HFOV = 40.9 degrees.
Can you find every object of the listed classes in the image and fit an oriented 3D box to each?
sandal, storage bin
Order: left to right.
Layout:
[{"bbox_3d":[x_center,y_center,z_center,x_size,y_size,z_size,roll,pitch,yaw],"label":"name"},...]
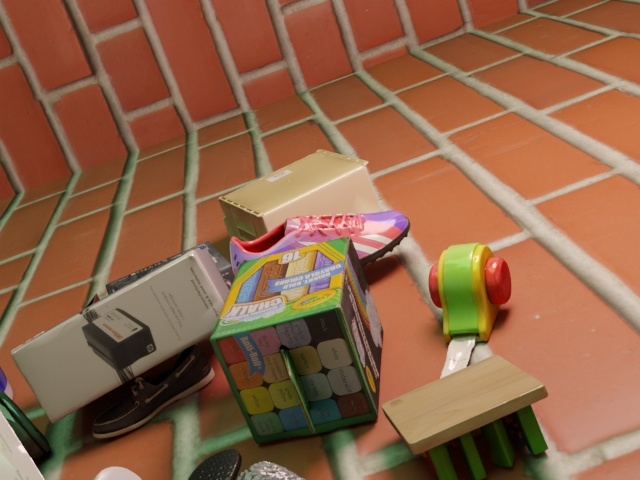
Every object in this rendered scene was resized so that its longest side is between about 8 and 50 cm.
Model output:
[{"bbox_3d":[-0.138,0.329,1.020,0.067,0.040,0.179,-13,36,30],"label":"sandal"},{"bbox_3d":[-0.048,-0.073,1.782,0.262,0.123,0.260,-28,22,-19],"label":"storage bin"}]

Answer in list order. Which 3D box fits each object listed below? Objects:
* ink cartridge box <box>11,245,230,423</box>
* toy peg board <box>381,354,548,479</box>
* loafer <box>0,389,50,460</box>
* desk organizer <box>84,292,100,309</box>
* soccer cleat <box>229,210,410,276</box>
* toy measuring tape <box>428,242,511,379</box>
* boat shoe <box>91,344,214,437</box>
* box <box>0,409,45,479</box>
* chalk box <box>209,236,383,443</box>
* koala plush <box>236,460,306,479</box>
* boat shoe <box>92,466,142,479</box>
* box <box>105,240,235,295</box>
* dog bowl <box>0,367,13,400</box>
[{"bbox_3d":[-0.294,0.138,1.351,0.307,0.129,0.223,-29,4,-2],"label":"ink cartridge box"},{"bbox_3d":[0.171,0.214,0.994,0.161,0.079,0.160,-22,6,-5],"label":"toy peg board"},{"bbox_3d":[-0.528,0.265,1.335,0.267,0.096,0.084,36,64,26],"label":"loafer"},{"bbox_3d":[-0.455,0.156,1.674,0.047,0.050,0.130,-19,21,1],"label":"desk organizer"},{"bbox_3d":[0.000,0.000,1.472,0.318,0.116,0.108,-21,21,-4],"label":"soccer cleat"},{"bbox_3d":[0.194,0.089,1.196,0.121,0.121,0.330,-8,24,27],"label":"toy measuring tape"},{"bbox_3d":[-0.265,0.228,1.319,0.206,0.065,0.075,-28,23,-21],"label":"boat shoe"},{"bbox_3d":[-0.495,0.357,1.039,0.322,0.058,0.232,-30,66,-27],"label":"box"},{"bbox_3d":[-0.026,0.146,1.158,0.179,0.180,0.289,-14,21,13],"label":"chalk box"},{"bbox_3d":[0.002,0.340,0.728,0.221,0.203,0.196,15,44,22],"label":"koala plush"},{"bbox_3d":[-0.247,0.381,0.907,0.102,0.108,0.301,-47,27,20],"label":"boat shoe"},{"bbox_3d":[-0.293,0.091,1.680,0.232,0.059,0.183,-25,22,-15],"label":"box"},{"bbox_3d":[-0.680,0.285,1.486,0.264,0.104,0.265,-17,21,7],"label":"dog bowl"}]
